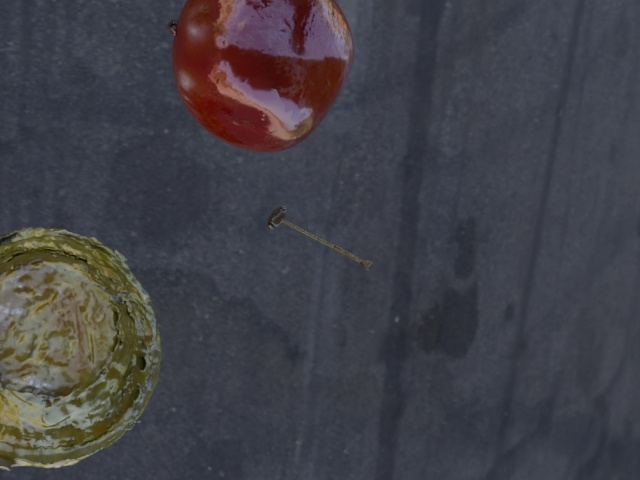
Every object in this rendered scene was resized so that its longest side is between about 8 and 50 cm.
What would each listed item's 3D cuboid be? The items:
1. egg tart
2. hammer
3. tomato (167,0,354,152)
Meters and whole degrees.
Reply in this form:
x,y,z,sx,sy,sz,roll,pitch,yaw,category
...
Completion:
x,y,z,sx,sy,sz,roll,pitch,yaw,category
-0.368,0.131,1.186,0.342,0.132,0.341,6,68,-16,egg tart
0.000,0.000,0.909,0.029,0.123,0.014,-58,161,-11,hammer
-0.051,-0.175,0.828,0.187,0.151,0.187,-38,144,-34,tomato
